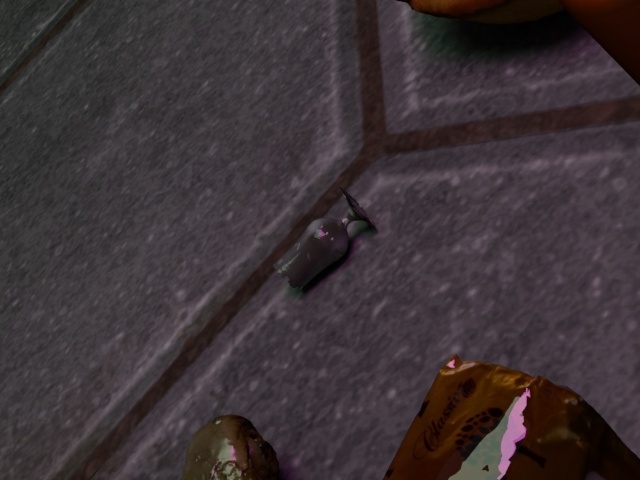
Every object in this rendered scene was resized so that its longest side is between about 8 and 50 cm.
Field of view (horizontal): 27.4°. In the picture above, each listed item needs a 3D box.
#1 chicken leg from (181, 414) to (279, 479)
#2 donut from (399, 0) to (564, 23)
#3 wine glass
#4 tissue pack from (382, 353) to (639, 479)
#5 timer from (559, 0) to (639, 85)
[{"bbox_3d":[-0.071,0.203,0.863,0.093,0.070,0.178,-19,48,62],"label":"chicken leg"},{"bbox_3d":[0.146,-0.280,1.015,0.253,0.118,0.253,-28,57,56],"label":"donut"},{"bbox_3d":[0.000,0.000,1.015,0.083,0.042,0.039,-43,4,11],"label":"wine glass"},{"bbox_3d":[0.077,0.193,0.602,0.092,0.183,0.226,13,65,48],"label":"tissue pack"},{"bbox_3d":[0.279,-0.164,0.685,0.250,0.257,0.161,-19,49,38],"label":"timer"}]
